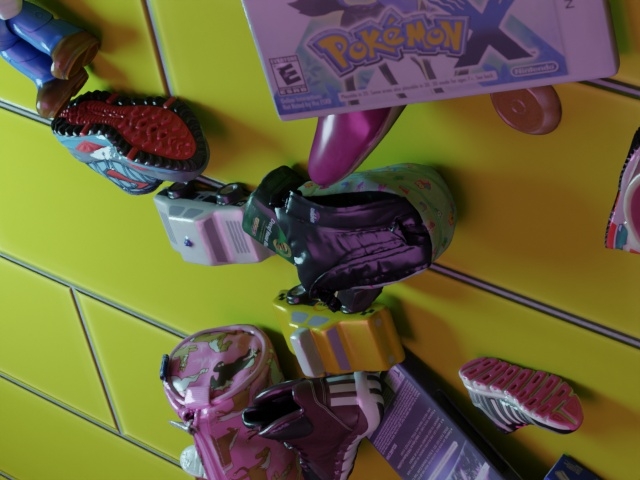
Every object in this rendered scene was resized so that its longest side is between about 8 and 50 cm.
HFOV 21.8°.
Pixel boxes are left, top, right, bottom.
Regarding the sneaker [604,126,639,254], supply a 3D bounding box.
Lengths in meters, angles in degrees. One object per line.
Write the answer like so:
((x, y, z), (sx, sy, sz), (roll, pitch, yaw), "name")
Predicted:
((0.321, -0.044, 1.583), (0.075, 0.057, 0.161), (17, 139, 11), "sneaker")

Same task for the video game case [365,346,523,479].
((0.159, 0.282, 2.081), (0.274, 0.026, 0.196), (47, 148, 16), "video game case")

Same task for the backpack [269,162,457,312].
((0.055, -0.017, 1.806), (0.182, 0.115, 0.152), (-10, 115, 34), "backpack")

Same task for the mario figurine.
((-0.446, -0.269, 2.053), (0.320, 0.170, 0.198), (34, 105, 5), "mario figurine")

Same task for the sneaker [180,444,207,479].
((-0.138, 0.362, 2.525), (0.158, 0.061, 0.065), (32, 172, 21), "sneaker")

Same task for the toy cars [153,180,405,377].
((-0.072, 0.055, 2.058), (0.394, 0.087, 0.176), (40, 143, 15), "toy cars")

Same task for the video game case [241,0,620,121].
((0.080, -0.258, 1.483), (0.329, 0.036, 0.300), (-6, 124, 17), "video game case")

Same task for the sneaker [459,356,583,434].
((0.236, 0.191, 1.912), (0.170, 0.063, 0.074), (19, 139, 42), "sneaker")

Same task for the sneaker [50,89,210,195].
((-0.216, -0.112, 2.070), (0.262, 0.104, 0.125), (20, 152, 44), "sneaker")

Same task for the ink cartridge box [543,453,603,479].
((0.300, 0.351, 2.025), (0.097, 0.046, 0.207), (33, 145, 17), "ink cartridge box")

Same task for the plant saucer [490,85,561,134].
((0.199, -0.135, 1.643), (0.083, 0.015, 0.083), (28, 143, 24), "plant saucer")

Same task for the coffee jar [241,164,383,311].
((0.000, 0.000, 1.947), (0.184, 0.079, 0.096), (36, 146, 13), "coffee jar")

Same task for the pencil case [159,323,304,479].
((-0.100, 0.297, 2.284), (0.160, 0.167, 0.386), (-122, 12, -50), "pencil case")

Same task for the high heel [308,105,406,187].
((0.028, -0.212, 1.645), (0.181, 0.127, 0.377), (34, 132, 0), "high heel")

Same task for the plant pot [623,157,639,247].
((0.355, -0.060, 1.403), (0.201, 0.180, 0.201), (29, 144, 23), "plant pot")

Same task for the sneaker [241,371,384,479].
((-0.030, 0.240, 2.142), (0.281, 0.163, 0.106), (113, 151, -54), "sneaker")
